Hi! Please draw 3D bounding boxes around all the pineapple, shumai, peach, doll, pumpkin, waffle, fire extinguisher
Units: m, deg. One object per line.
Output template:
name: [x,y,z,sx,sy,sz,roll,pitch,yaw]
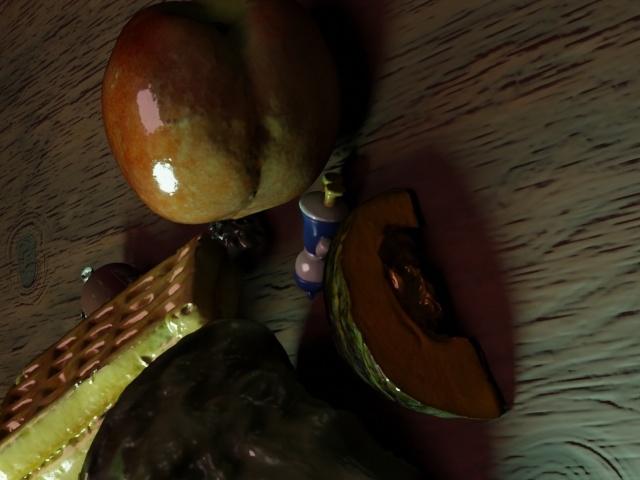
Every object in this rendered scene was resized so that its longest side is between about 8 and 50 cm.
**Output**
pineapple: [-0.127,-0.062,1.973,0.198,0.108,0.108,58,142,30]
shumai: [-0.051,0.289,1.728,0.323,0.397,0.324,16,133,29]
peach: [-0.101,-0.134,1.760,0.252,0.252,0.252,16,108,60]
doll: [0.000,0.000,1.793,0.099,0.057,0.143,-102,20,-61]
pumpkin: [0.053,0.094,1.659,0.278,0.111,0.163,67,151,28]
waffle: [-0.230,0.145,1.971,0.327,0.098,0.224,-37,20,15]
fire extinguisher: [-0.238,0.097,2.216,0.269,0.105,0.105,32,122,55]
